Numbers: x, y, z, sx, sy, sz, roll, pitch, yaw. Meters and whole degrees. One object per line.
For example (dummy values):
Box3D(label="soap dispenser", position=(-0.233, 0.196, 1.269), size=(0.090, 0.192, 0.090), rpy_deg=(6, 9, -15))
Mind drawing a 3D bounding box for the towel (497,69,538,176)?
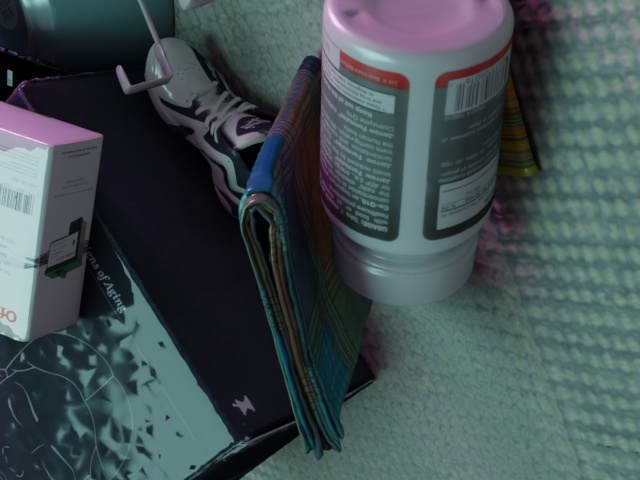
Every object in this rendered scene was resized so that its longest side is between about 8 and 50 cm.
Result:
Box3D(label="towel", position=(0.136, -0.170, 1.406), size=(0.102, 0.021, 0.237), rpy_deg=(12, 124, 52))

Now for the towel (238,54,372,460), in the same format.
Box3D(label="towel", position=(0.000, 0.000, 1.513), size=(0.040, 0.370, 0.271), rpy_deg=(-9, 114, 14))

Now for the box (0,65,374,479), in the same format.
Box3D(label="box", position=(-0.283, 0.121, 1.887), size=(0.472, 0.297, 0.480), rpy_deg=(-39, 78, 34))

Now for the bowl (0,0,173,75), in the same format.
Box3D(label="bowl", position=(-0.332, -0.322, 1.907), size=(0.311, 0.163, 0.312), rpy_deg=(39, 145, 35))

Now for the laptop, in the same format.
Box3D(label="laptop", position=(-0.417, -0.251, 1.890), size=(0.264, 0.137, 0.234), rpy_deg=(18, 159, -4))

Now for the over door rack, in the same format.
Box3D(label="over door rack", position=(-0.158, -0.344, 1.621), size=(0.239, 0.108, 0.324), rpy_deg=(138, 123, -62))

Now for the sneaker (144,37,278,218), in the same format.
Box3D(label="sneaker", position=(-0.100, -0.138, 1.752), size=(0.153, 0.094, 0.235), rpy_deg=(-19, 98, 61))

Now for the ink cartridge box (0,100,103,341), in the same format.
Box3D(label="ink cartridge box", position=(-0.332, -0.023, 1.662), size=(0.160, 0.092, 0.219), rpy_deg=(20, 110, 26))

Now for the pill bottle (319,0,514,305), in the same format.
Box3D(label="pill bottle", position=(0.079, -0.091, 1.376), size=(0.161, 0.161, 0.283), rpy_deg=(40, 144, 36))
